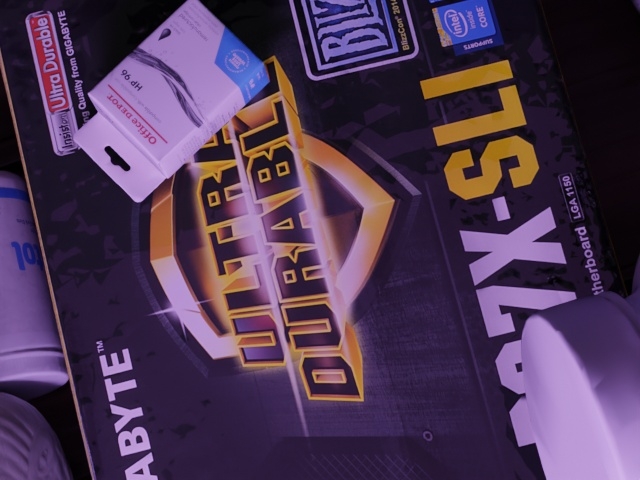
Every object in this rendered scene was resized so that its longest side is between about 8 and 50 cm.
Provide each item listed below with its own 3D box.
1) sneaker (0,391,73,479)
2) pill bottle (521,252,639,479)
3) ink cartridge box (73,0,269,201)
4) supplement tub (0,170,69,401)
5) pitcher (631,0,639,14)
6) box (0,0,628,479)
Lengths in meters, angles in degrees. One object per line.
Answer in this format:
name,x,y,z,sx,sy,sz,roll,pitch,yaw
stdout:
sneaker,-0.131,0.189,0.902,0.086,0.085,0.237,-29,81,29
pill bottle,0.253,0.043,0.761,0.323,0.181,0.181,-16,76,-8
ink cartridge box,-0.070,-0.063,0.862,0.083,0.028,0.048,-45,78,-7
supplement tub,-0.168,0.025,0.939,0.071,0.071,0.107,-15,77,0
pitcher,0.217,-0.202,0.923,0.125,0.178,0.207,7,69,-36
box,0.000,0.000,0.897,0.257,0.079,0.322,-13,76,-2
